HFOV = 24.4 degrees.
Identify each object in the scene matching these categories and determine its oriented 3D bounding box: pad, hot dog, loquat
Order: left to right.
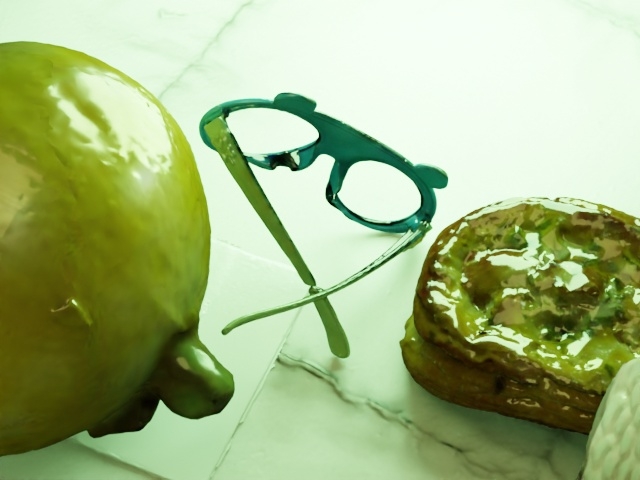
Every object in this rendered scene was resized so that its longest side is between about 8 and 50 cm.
[{"bbox_3d":[-0.218,0.024,1.143,0.359,0.328,0.328,36,64,7],"label":"loquat"},{"bbox_3d":[-0.117,0.094,1.271,0.156,0.004,0.232,20,60,16],"label":"pad"},{"bbox_3d":[0.205,0.071,1.202,0.272,0.122,0.196,15,63,14],"label":"hot dog"}]

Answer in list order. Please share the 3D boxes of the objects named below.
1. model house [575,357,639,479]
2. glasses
[{"bbox_3d":[0.324,0.191,1.004,0.237,0.237,0.202,23,73,-7],"label":"model house"},{"bbox_3d":[-0.020,-0.005,1.242,0.102,0.239,0.207,16,79,58],"label":"glasses"}]
